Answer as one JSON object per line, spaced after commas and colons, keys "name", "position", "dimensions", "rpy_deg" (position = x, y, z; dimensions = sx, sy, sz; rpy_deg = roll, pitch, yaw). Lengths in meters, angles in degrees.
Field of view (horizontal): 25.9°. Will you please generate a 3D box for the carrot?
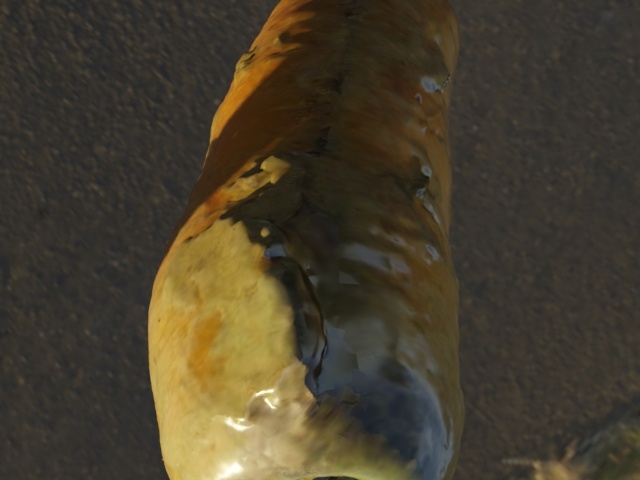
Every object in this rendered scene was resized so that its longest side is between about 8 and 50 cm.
{"name": "carrot", "position": [0.000, 0.000, 0.619], "dimensions": [0.139, 0.301, 0.138], "rpy_deg": [5, 132, 5]}
